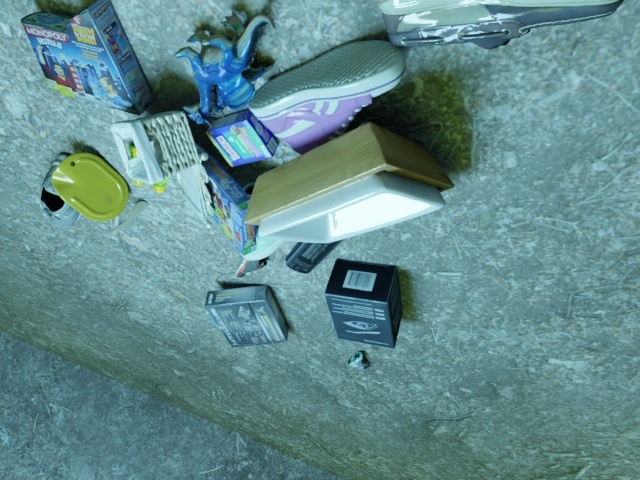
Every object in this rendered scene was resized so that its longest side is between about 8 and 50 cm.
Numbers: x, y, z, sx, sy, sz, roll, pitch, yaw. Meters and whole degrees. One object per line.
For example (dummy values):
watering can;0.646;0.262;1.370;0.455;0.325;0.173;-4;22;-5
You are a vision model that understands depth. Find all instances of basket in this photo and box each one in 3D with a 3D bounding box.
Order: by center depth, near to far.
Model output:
basket;-0.309;-0.178;0.916;0.167;0.103;0.113;18;127;54

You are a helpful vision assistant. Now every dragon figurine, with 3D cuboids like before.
dragon figurine;-0.136;-0.273;0.788;0.289;0.085;0.144;-5;138;38

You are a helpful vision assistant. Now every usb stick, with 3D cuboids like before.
usb stick;0.000;0.000;1.099;0.077;0.045;0.278;24;144;-14

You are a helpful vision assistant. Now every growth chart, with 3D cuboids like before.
growth chart;-0.267;-0.130;1.016;0.172;0.021;0.237;48;151;26

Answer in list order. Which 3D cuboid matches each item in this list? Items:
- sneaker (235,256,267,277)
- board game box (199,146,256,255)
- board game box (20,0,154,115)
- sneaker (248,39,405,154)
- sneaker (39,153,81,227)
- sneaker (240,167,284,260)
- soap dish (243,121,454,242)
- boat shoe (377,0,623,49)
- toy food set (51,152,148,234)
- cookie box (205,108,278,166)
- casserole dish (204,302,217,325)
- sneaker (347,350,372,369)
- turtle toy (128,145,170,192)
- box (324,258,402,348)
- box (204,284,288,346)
sneaker;-0.173;0.061;1.251;0.064;0.061;0.158;24;144;-13
board game box;-0.200;-0.081;1.007;0.201;0.035;0.136;47;150;28
board game box;-0.414;-0.339;0.869;0.194;0.060;0.194;17;142;7
sneaker;0.034;-0.211;0.785;0.282;0.102;0.161;-2;143;41
sneaker;-0.679;-0.103;1.247;0.105;0.115;0.281;29;143;-9
sneaker;-0.128;-0.056;1.049;0.151;0.094;0.256;36;132;-27
soap dish;0.045;-0.085;0.831;0.290;0.118;0.229;-19;165;37
boat shoe;0.210;-0.285;0.598;0.285;0.103;0.092;8;146;24
toy food set;-0.540;-0.116;1.170;0.071;0.128;0.218;16;153;44
cookie box;-0.150;-0.195;0.933;0.107;0.040;0.092;-6;136;33
casserole dish;-0.295;0.231;1.541;0.114;0.037;0.188;10;143;15
sneaker;0.132;0.376;1.512;0.069;0.038;0.098;24;153;-5
turtle toy;-0.372;-0.167;1.056;0.130;0.066;0.095;19;125;7
box;0.110;0.156;1.184;0.153;0.108;0.207;7;141;19
box;-0.212;0.227;1.441;0.183;0.056;0.231;-8;137;10
